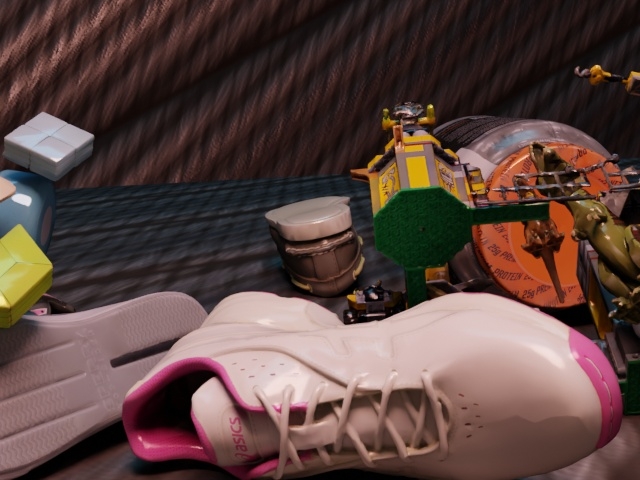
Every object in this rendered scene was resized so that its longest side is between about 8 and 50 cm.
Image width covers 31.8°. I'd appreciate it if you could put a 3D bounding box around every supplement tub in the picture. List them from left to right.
[{"bbox_3d":[0.199,-0.032,1.171,0.194,0.193,0.316,-3,7,-6],"label":"supplement tub"}]

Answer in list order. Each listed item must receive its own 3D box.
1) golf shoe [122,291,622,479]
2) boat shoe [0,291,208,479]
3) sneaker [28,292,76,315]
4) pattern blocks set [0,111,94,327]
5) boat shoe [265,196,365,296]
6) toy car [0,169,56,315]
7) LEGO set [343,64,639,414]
[{"bbox_3d":[0.015,0.099,0.641,0.306,0.115,0.140,-4,15,40],"label":"golf shoe"},{"bbox_3d":[-0.195,0.100,0.727,0.094,0.109,0.302,-27,-13,38],"label":"boat shoe"},{"bbox_3d":[-0.274,0.073,0.984,0.077,0.071,0.178,11,17,15],"label":"sneaker"},{"bbox_3d":[-0.298,-0.024,0.686,0.286,0.026,0.324,19,37,5],"label":"pattern blocks set"},{"bbox_3d":[-0.005,0.001,1.364,0.109,0.091,0.305,-14,7,-1],"label":"boat shoe"},{"bbox_3d":[-0.313,0.046,0.740,0.219,0.210,0.238,9,16,-3],"label":"toy car"},{"bbox_3d":[0.173,-0.012,0.794,0.332,0.254,0.192,-12,34,7],"label":"LEGO set"}]
